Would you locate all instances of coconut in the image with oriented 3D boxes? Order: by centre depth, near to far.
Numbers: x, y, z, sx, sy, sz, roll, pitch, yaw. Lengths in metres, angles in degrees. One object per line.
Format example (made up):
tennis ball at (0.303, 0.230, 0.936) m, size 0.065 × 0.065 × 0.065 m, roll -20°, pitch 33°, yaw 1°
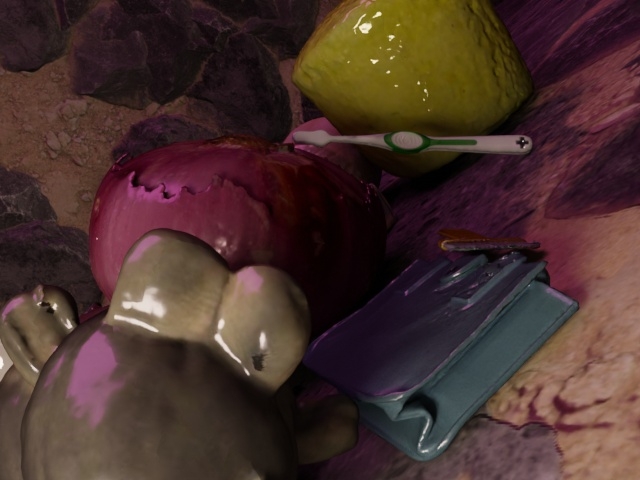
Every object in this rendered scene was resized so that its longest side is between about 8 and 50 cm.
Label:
coconut at (0.008, -0.114, 1.332) m, size 0.202 × 0.202 × 0.222 m, roll -34°, pitch 16°, yaw 32°

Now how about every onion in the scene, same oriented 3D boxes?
onion at (-0.099, 0.014, 0.914) m, size 0.358 × 0.358 × 0.345 m, roll -51°, pitch -28°, yaw -45°

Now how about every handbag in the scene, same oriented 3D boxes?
handbag at (0.086, 0.075, 0.600) m, size 0.179 × 0.062 × 0.229 m, roll -42°, pitch 10°, yaw -11°

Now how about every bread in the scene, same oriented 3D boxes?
bread at (0.152, -0.282, 1.190) m, size 0.348 × 0.308 × 0.348 m, roll -38°, pitch 12°, yaw 10°

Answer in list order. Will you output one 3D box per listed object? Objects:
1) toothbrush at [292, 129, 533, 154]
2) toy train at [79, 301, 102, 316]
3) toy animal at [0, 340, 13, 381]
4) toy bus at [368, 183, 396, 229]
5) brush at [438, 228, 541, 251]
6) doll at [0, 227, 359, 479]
toothbrush at (0.116, -0.123, 0.920) m, size 0.304 × 0.030 × 0.030 m, roll 1°, pitch 12°, yaw -1°
toy train at (-0.394, 0.248, 1.261) m, size 0.304 × 0.150 × 0.221 m, roll -62°, pitch 7°, yaw 17°
toy animal at (-0.447, 0.278, 1.018) m, size 0.196 × 0.367 × 0.241 m, roll 7°, pitch 1°, yaw 37°
toy bus at (0.000, 0.000, 1.186) m, size 0.268 × 0.092 × 0.106 m, roll -30°, pitch 5°, yaw 46°
brush at (0.150, -0.001, 0.742) m, size 0.082 × 0.010 × 0.218 m, roll -1°, pitch 4°, yaw -1°
doll at (-0.165, 0.190, 0.509) m, size 0.378 × 0.252 × 0.382 m, roll -54°, pitch 2°, yaw -30°
